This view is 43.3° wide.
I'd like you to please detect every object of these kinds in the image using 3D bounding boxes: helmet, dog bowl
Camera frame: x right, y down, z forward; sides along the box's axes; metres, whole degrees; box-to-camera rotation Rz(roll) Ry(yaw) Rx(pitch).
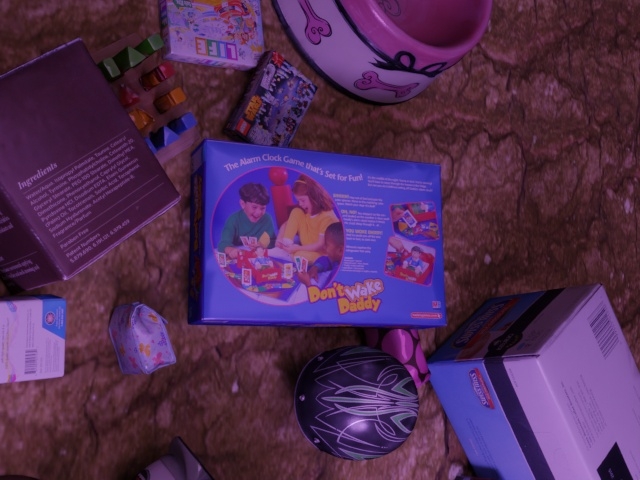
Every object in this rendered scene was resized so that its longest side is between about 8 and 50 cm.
[{"bbox_3d":[0.048,0.219,1.091,0.169,0.161,0.169,1,76,-2],"label":"helmet"},{"bbox_3d":[0.113,-0.433,1.287,0.408,0.150,0.408,9,76,-37],"label":"dog bowl"}]

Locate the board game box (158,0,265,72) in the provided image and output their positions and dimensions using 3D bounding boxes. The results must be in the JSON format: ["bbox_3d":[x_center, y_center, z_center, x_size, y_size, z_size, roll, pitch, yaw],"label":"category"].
[{"bbox_3d":[-0.150,-0.296,1.125,0.154,0.026,0.103,-1,82,-39],"label":"board game box"}]

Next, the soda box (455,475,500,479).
[{"bbox_3d":[0.208,0.489,1.220,0.083,0.092,0.263,52,54,-22],"label":"soda box"}]

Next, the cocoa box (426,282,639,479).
[{"bbox_3d":[0.372,0.280,1.305,0.231,0.228,0.347,-35,104,-39],"label":"cocoa box"}]

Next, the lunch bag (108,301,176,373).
[{"bbox_3d":[-0.215,0.114,0.963,0.053,0.071,0.083,-22,95,-38],"label":"lunch bag"}]

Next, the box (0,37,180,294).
[{"bbox_3d":[-0.297,-0.073,0.870,0.167,0.168,0.203,-41,108,-36],"label":"box"}]

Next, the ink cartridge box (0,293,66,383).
[{"bbox_3d":[-0.342,0.105,0.864,0.122,0.052,0.088,0,95,-40],"label":"ink cartridge box"}]

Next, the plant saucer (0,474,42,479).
[{"bbox_3d":[-0.331,0.350,0.847,0.199,0.036,0.198,8,77,-37],"label":"plant saucer"}]

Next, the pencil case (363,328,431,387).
[{"bbox_3d":[0.112,0.120,1.221,0.098,0.095,0.209,-6,87,-64],"label":"pencil case"}]

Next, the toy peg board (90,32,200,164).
[{"bbox_3d":[-0.232,-0.166,0.999,0.161,0.079,0.160,-41,107,-36],"label":"toy peg board"}]

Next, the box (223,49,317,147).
[{"bbox_3d":[-0.069,-0.188,1.150,0.094,0.027,0.137,35,72,-34],"label":"box"}]

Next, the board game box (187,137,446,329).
[{"bbox_3d":[0.000,0.000,1.097,0.347,0.078,0.233,4,79,-22],"label":"board game box"}]

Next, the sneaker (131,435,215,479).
[{"bbox_3d":[-0.129,0.398,0.965,0.146,0.122,0.330,-41,109,-18],"label":"sneaker"}]
